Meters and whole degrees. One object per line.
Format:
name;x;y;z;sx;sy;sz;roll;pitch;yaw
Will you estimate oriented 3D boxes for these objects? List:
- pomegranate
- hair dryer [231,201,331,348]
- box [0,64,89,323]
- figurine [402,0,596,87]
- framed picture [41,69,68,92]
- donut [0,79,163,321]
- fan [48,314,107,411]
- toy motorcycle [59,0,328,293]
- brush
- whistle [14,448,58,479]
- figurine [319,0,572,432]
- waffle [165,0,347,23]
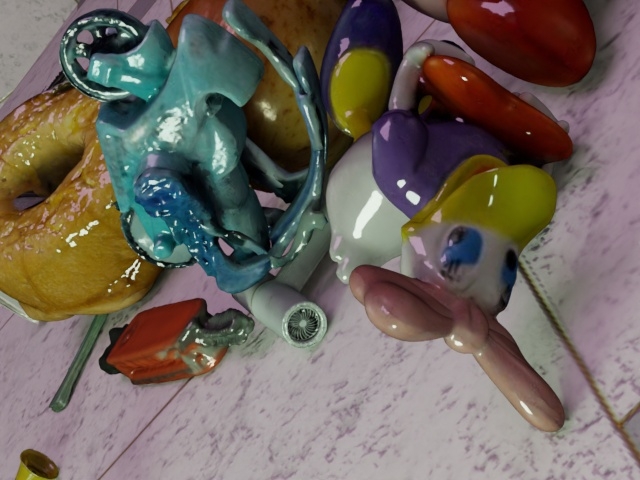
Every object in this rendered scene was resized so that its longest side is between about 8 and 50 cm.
pomegranate;-0.062;-0.144;1.273;0.215;0.215;0.215;-43;25;25
hair dryer;0.004;0.000;1.168;0.183;0.044;0.155;-52;24;-3
box;-0.339;-0.075;1.802;0.333;0.145;0.173;-50;23;11
figurine;0.121;-0.270;1.076;0.261;0.270;0.211;-55;15;-26
framed picture;-0.356;-0.147;1.908;0.199;0.195;0.010;-50;56;11
donut;-0.280;-0.055;1.564;0.317;0.150;0.299;-49;44;9
fan;-0.274;0.116;1.574;0.038;0.016;0.193;-25;36;53
toy motorcycle;-0.094;-0.083;1.118;0.206;0.260;0.154;-5;37;11
brush;-0.141;0.101;1.300;0.070;0.051;0.323;-56;19;-23
whistle;-0.328;0.270;1.427;0.109;0.046;0.057;-52;36;21
figurine;0.074;-0.035;0.935;0.193;0.154;0.421;-55;20;10
waffle;-0.067;-0.238;1.434;0.249;0.253;0.056;-30;75;31
